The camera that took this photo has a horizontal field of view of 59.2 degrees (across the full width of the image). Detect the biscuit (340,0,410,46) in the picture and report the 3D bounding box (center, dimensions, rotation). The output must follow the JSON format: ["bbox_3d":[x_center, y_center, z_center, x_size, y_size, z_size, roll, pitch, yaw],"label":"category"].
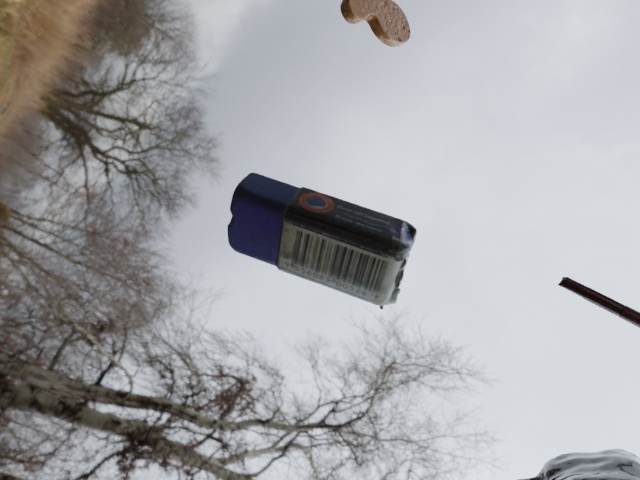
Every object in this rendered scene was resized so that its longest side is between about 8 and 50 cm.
[{"bbox_3d":[0.064,-0.431,0.961,0.036,0.250,0.165,-19,-144,48],"label":"biscuit"}]

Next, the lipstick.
[{"bbox_3d":[0.511,0.112,0.999,0.177,0.027,0.027,31,-95,27],"label":"lipstick"}]

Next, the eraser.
[{"bbox_3d":[0.000,0.000,1.023,0.101,0.333,0.154,-57,163,-51],"label":"eraser"}]

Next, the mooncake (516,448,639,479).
[{"bbox_3d":[0.385,0.473,0.737,0.351,0.212,0.380,-1,-90,24],"label":"mooncake"}]
